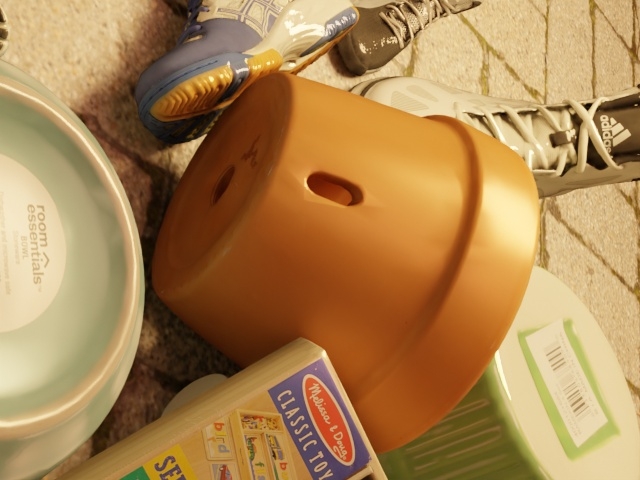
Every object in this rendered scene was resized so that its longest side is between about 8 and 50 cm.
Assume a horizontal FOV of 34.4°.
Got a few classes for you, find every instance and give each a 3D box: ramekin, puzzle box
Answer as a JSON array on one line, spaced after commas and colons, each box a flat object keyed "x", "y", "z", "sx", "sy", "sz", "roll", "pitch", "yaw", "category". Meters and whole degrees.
[{"x": 0.191, "y": 0.167, "z": 1.044, "sx": 0.303, "sy": 0.148, "sz": 0.303, "roll": 31, "pitch": 44, "yaw": -36, "category": "ramekin"}, {"x": -0.033, "y": 0.308, "z": 0.721, "sx": 0.272, "sy": 0.052, "sz": 0.409, "roll": -30, "pitch": 105, "yaw": -16, "category": "puzzle box"}]

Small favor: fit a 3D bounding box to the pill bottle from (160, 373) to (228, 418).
[{"x": -0.064, "y": 0.177, "z": 0.828, "sx": 0.137, "sy": 0.078, "sz": 0.078, "roll": 57, "pitch": 40, "yaw": -24, "category": "pill bottle"}]

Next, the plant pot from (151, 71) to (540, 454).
[{"x": 0.000, "y": 0.000, "z": 0.834, "sx": 0.203, "sy": 0.291, "sz": 0.290, "roll": 29, "pitch": 54, "yaw": -23, "category": "plant pot"}]

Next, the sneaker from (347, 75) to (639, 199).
[{"x": 0.229, "y": -0.130, "z": 1.166, "sx": 0.447, "sy": 0.257, "sz": 0.169, "roll": -1, "pitch": 79, "yaw": -53, "category": "sneaker"}]

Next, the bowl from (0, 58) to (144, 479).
[{"x": -0.213, "y": 0.021, "z": 0.533, "sx": 0.311, "sy": 0.163, "sz": 0.311, "roll": 19, "pitch": 64, "yaw": -47, "category": "bowl"}]

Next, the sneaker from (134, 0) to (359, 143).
[{"x": -0.088, "y": -0.188, "z": 0.926, "sx": 0.131, "sy": 0.112, "sz": 0.296, "roll": 51, "pitch": 38, "yaw": -3, "category": "sneaker"}]

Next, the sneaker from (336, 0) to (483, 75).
[{"x": 0.112, "y": -0.267, "z": 1.165, "sx": 0.086, "sy": 0.132, "sz": 0.228, "roll": 61, "pitch": 38, "yaw": -18, "category": "sneaker"}]

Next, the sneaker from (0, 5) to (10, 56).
[{"x": -0.274, "y": -0.184, "z": 0.706, "sx": 0.162, "sy": 0.063, "sz": 0.073, "roll": 53, "pitch": -3, "yaw": -8, "category": "sneaker"}]
